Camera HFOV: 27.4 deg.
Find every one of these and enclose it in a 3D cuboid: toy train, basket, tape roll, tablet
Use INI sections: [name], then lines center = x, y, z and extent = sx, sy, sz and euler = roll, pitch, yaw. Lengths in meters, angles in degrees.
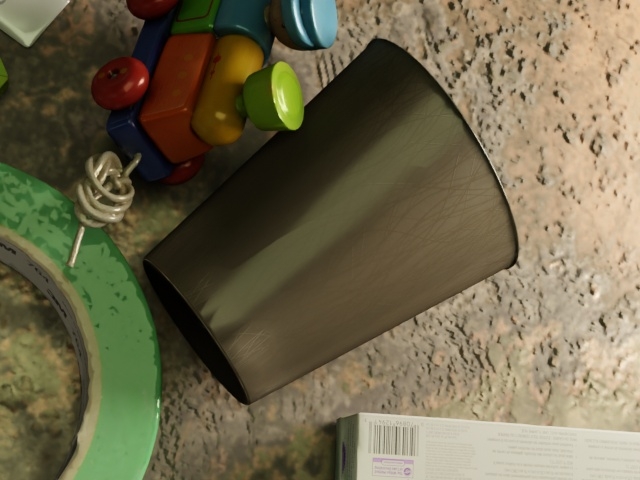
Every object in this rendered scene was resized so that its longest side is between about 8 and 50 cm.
[toy train]
center = -0.077, -0.085, 0.905
extent = 0.143, 0.105, 0.248
euler = -6, 52, 26
[basket]
center = 0.000, 0.000, 0.941
extent = 0.227, 0.154, 0.204
euler = -35, 115, -15
[tape roll]
center = -0.271, 0.100, 0.885
extent = 0.321, 0.077, 0.321
euler = 3, 76, -13
[tablet]
center = -0.240, -0.190, 0.998
extent = 0.083, 0.006, 0.054
euler = 37, 71, -4

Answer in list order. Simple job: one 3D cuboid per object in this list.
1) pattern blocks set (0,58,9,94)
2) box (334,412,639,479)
[pattern blocks set]
center = -0.354, -0.186, 0.952
extent = 0.285, 0.026, 0.324
euler = 31, 72, -4
[box]
center = 0.171, 0.174, 0.990
extent = 0.324, 0.063, 0.067
euler = 5, 77, -14
